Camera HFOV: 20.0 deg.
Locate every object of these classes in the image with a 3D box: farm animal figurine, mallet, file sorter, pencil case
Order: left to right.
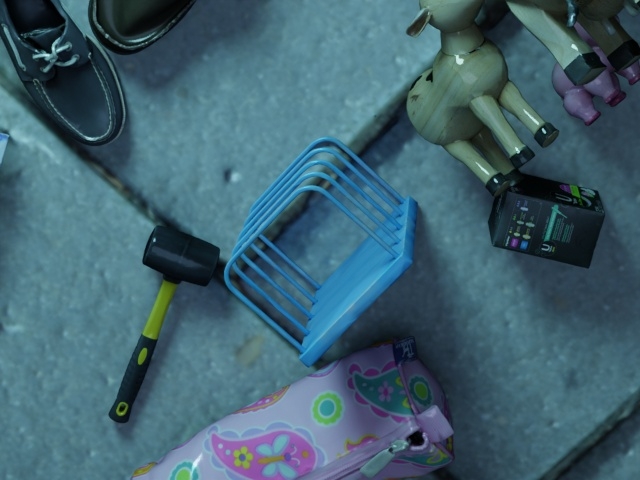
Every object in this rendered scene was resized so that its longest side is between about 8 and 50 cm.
[{"bbox_3d":[-0.135,0.078,1.555,0.062,0.039,0.189,13,114,-5],"label":"mallet"},{"bbox_3d":[-0.020,0.189,1.541,0.284,0.124,0.124,-26,106,11],"label":"pencil case"},{"bbox_3d":[0.000,0.000,1.451,0.104,0.170,0.118,42,105,-8],"label":"file sorter"},{"bbox_3d":[0.178,-0.198,1.329,0.330,0.327,0.172,-41,81,9],"label":"farm animal figurine"}]

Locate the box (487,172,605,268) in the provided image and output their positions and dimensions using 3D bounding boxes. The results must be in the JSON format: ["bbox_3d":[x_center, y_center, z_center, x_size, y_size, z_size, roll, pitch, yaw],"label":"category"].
[{"bbox_3d":[0.185,-0.018,1.492,0.083,0.062,0.052,13,110,-2],"label":"box"}]

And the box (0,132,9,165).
[{"bbox_3d":[-0.353,-0.072,1.502,0.178,0.042,0.109,17,109,-4],"label":"box"}]

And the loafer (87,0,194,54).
[{"bbox_3d":[-0.109,-0.235,1.419,0.080,0.078,0.220,37,106,-10],"label":"loafer"}]

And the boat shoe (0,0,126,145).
[{"bbox_3d":[-0.225,-0.159,1.456,0.075,0.065,0.206,-26,106,10],"label":"boat shoe"}]
